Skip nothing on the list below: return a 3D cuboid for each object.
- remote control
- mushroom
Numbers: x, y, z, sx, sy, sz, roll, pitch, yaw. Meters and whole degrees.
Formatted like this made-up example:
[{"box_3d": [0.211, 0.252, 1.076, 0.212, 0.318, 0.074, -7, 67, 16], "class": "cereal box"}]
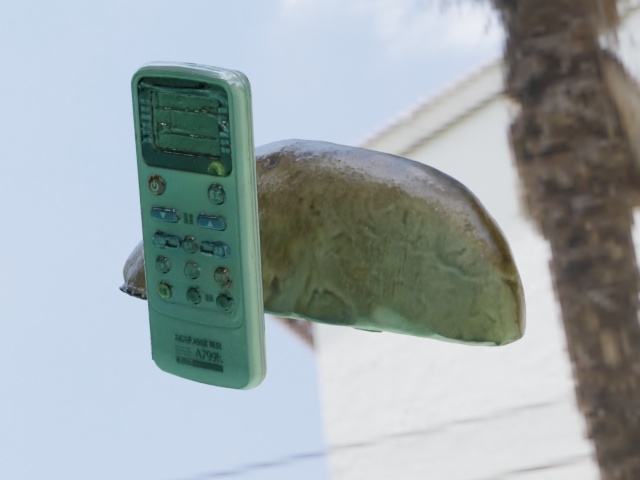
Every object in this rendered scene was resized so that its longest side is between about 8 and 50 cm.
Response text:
[{"box_3d": [-0.044, -0.005, 0.674, 0.053, 0.124, 0.018, 11, 22, 34], "class": "remote control"}, {"box_3d": [-0.002, 0.000, 0.874, 0.210, 0.094, 0.072, 11, -4, 22], "class": "mushroom"}]
